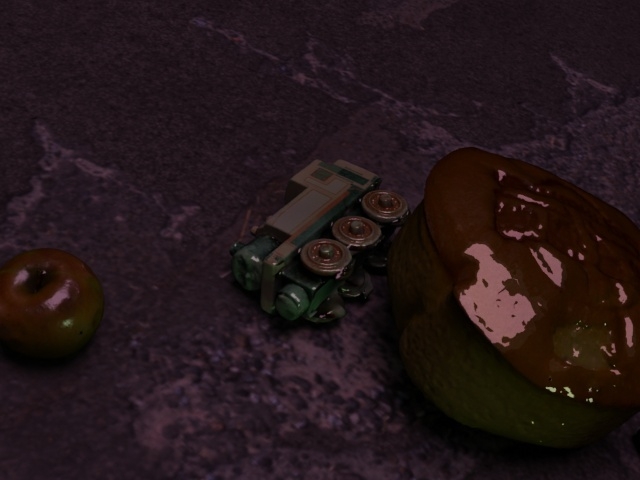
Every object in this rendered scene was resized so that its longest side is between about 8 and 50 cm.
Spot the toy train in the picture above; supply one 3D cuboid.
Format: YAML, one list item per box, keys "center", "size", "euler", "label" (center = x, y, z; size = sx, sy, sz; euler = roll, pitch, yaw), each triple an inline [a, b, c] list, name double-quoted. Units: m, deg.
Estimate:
- center: [0.000, 0.000, 0.879]
  size: [0.125, 0.081, 0.194]
  euler: [25, 41, 24]
  label: "toy train"

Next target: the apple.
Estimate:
- center: [-0.215, 0.050, 0.743]
  size: [0.089, 0.074, 0.089]
  euler: [8, 43, -8]
  label: "apple"

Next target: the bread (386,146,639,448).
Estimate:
- center: [0.182, 0.045, 0.810]
  size: [0.270, 0.148, 0.270]
  euler: [19, 45, -20]
  label: "bread"

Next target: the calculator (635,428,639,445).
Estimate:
- center: [0.408, 0.222, 0.816]
  size: [0.261, 0.021, 0.161]
  euler: [2, 43, -18]
  label: "calculator"
